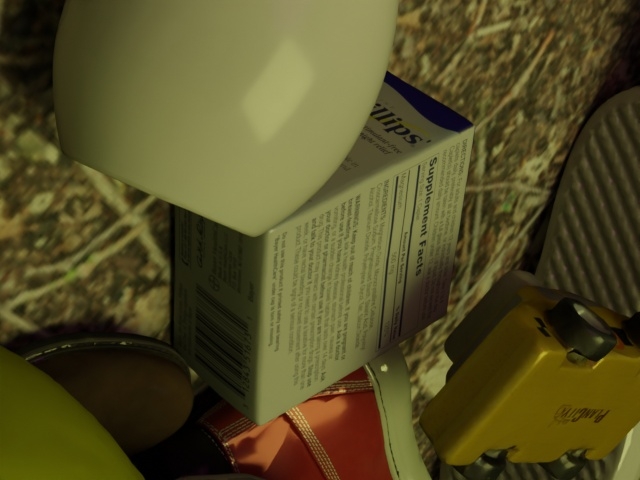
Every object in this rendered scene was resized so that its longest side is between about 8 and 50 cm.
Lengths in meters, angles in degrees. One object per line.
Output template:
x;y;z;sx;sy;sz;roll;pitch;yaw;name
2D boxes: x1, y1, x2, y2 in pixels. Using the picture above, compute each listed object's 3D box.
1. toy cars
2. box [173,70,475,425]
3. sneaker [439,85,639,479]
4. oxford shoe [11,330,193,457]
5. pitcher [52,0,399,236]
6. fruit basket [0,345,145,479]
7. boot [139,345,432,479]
0.028;0.108;0.760;0.394;0.087;0.176;-27;147;-24;toy cars
0.000;0.000;0.754;0.137;0.072;0.126;-27;139;-33;box
0.205;0.078;1.015;0.150;0.135;0.366;1;118;-45;sneaker
-0.134;0.104;0.662;0.227;0.096;0.082;-19;131;-43;oxford shoe
-0.042;-0.120;0.577;0.178;0.125;0.207;23;90;-35;pitcher
-0.186;0.070;0.395;0.392;0.283;0.392;-16;124;-26;fruit basket
-0.020;0.168;0.868;0.176;0.088;0.244;-38;135;-23;boot
